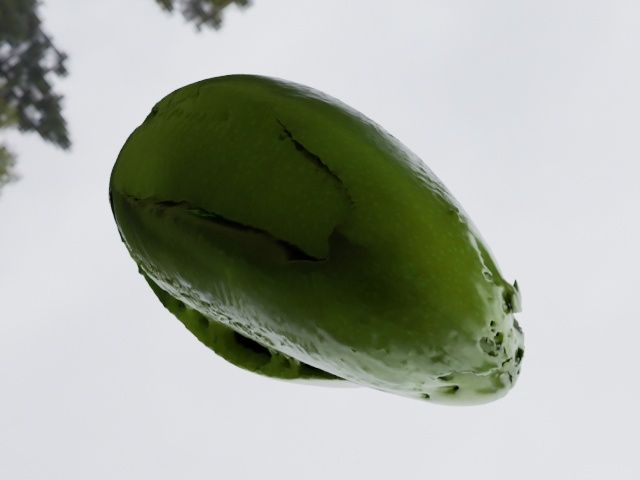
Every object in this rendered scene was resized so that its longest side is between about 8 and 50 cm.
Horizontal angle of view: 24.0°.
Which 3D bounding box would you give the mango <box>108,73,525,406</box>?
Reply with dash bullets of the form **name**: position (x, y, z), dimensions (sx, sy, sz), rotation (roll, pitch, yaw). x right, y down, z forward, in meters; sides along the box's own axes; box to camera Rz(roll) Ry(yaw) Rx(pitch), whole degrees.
- **mango**: position (0.000, 0.000, 0.407), dimensions (0.074, 0.091, 0.165), rotation (-48, -146, -14)
